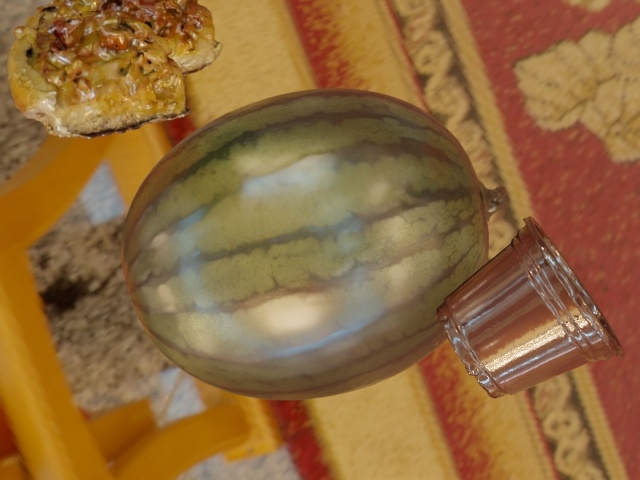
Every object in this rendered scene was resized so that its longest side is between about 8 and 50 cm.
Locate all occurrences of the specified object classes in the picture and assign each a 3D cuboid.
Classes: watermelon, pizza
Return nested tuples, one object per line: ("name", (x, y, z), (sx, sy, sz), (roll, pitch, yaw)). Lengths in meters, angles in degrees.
("watermelon", (0.000, 0.000, 1.532), (0.359, 0.279, 0.279), (-15, 100, 2))
("pizza", (-0.170, -0.170, 1.406), (0.161, 0.305, 0.085), (8, 117, 7))

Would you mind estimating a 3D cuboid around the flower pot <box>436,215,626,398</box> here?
("flower pot", (0.130, 0.053, 1.091), (0.089, 0.111, 0.111), (-35, 92, 9))
